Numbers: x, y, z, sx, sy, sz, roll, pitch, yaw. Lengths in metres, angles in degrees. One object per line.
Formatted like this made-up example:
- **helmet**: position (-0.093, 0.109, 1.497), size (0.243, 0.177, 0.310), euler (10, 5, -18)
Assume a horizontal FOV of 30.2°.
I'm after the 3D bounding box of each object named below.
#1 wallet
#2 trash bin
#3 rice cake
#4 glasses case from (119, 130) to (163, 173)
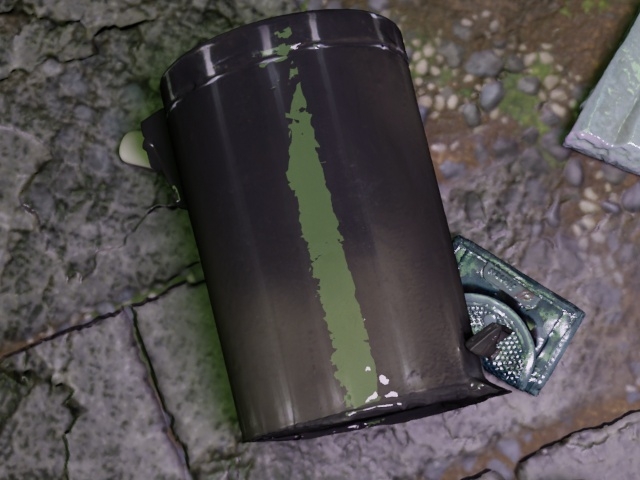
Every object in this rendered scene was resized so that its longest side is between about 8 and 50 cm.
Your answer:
- **wallet**: position (0.146, 0.062, 0.989), size (0.129, 0.026, 0.088), euler (32, 82, 11)
- **trash bin**: position (0.000, 0.000, 0.928), size (0.252, 0.203, 0.302), euler (-18, 78, 19)
- **rice cake**: position (0.294, -0.162, 1.017), size (0.085, 0.040, 0.226), euler (30, 82, 9)
- **glasses case**: position (-0.136, -0.075, 1.044), size (0.083, 0.021, 0.032), euler (13, 79, 7)
